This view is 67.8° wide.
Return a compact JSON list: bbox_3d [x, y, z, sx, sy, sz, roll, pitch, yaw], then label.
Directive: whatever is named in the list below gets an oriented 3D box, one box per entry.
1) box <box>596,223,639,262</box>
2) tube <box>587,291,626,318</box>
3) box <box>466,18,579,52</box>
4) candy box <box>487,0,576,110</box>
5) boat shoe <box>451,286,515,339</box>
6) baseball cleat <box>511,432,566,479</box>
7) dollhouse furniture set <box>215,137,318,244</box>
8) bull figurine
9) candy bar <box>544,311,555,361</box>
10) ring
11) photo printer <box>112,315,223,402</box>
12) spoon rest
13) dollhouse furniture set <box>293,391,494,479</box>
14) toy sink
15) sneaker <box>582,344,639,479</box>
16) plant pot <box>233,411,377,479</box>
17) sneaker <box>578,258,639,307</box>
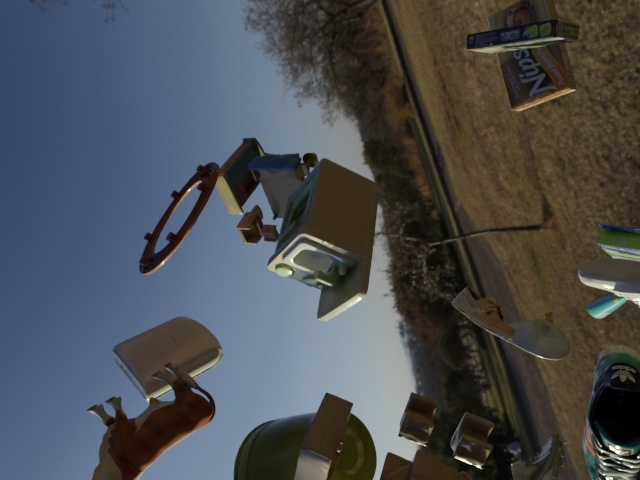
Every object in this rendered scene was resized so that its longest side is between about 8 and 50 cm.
[{"bbox_3d":[0.689,0.022,1.036,0.178,0.109,0.042,27,-96,-33],"label":"box"},{"bbox_3d":[0.780,0.155,1.254,0.052,0.080,0.207,41,163,18],"label":"tube"},{"bbox_3d":[0.451,-0.457,1.073,0.114,0.207,0.036,-13,-72,-36],"label":"box"},{"bbox_3d":[0.669,-0.595,1.513,0.088,0.183,0.316,-18,-88,-46],"label":"candy box"},{"bbox_3d":[0.328,0.139,0.950,0.063,0.059,0.170,26,-173,-26],"label":"boat shoe"},{"bbox_3d":[0.508,0.516,1.110,0.206,0.110,0.072,-28,-67,-54],"label":"baseball cleat"},{"bbox_3d":[-0.102,-0.149,1.365,0.198,0.304,0.286,-61,-37,-40],"label":"dollhouse furniture set"},{"bbox_3d":[-0.379,0.403,1.024,0.311,0.101,0.188,-27,-91,-41],"label":"bull figurine"},{"bbox_3d":[0.759,0.315,1.561,0.018,0.040,0.161,-13,82,57],"label":"candy bar"},{"bbox_3d":[-0.369,-0.065,1.208,0.032,0.337,0.336,35,-146,-28],"label":"ring"},{"bbox_3d":[-0.510,0.386,1.631,0.308,0.256,0.107,-23,-53,-37],"label":"photo printer"},{"bbox_3d":[0.540,0.239,1.306,0.137,0.277,0.084,-38,-33,-46],"label":"spoon rest"},{"bbox_3d":[0.149,0.551,1.062,0.362,0.395,0.256,-55,-21,-53],"label":"dollhouse furniture set"},{"bbox_3d":[0.000,0.000,0.840,0.153,0.131,0.234,-43,30,51],"label":"toy sink"},{"bbox_3d":[0.499,0.337,0.805,0.121,0.108,0.301,-26,-68,-53],"label":"sneaker"},{"bbox_3d":[-0.024,0.688,1.462,0.367,0.353,0.366,23,-135,-25],"label":"plant pot"},{"bbox_3d":[0.548,0.088,0.799,0.080,0.213,0.094,-58,-32,-57],"label":"sneaker"}]
